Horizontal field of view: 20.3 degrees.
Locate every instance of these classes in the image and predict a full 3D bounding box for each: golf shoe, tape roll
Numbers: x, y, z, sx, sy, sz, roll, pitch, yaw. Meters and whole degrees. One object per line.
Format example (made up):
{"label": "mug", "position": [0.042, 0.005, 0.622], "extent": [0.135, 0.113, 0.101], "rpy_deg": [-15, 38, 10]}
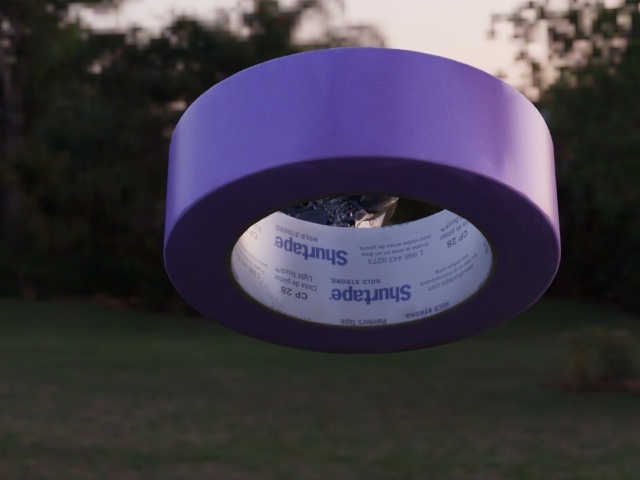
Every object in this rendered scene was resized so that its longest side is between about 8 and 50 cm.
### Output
{"label": "golf shoe", "position": [0.000, 0.000, 1.471], "extent": [0.077, 0.094, 0.198], "rpy_deg": [37, 46, 25]}
{"label": "tape roll", "position": [0.029, -0.020, 1.260], "extent": [0.275, 0.090, 0.275], "rpy_deg": [0, -31, 0]}
